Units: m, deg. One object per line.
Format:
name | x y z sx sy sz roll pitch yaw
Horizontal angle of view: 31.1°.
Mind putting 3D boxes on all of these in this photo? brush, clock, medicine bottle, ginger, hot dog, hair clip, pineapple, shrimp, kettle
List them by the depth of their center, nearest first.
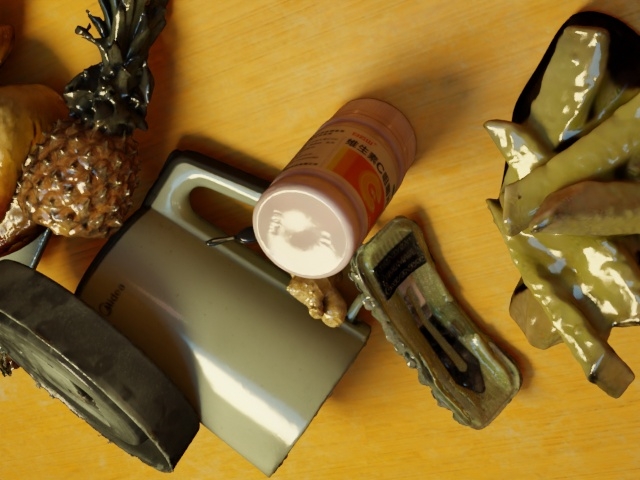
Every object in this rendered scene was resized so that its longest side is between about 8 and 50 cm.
ginger | 0.354 -0.031 1.319 0.359 0.211 0.413 9 123 18
medicine bottle | 0.023 -0.069 1.423 0.133 0.249 0.133 12 124 18
pineapple | -0.280 -0.184 1.517 0.166 0.165 0.364 20 95 13
ginger | 0.000 0.000 1.528 0.193 0.176 0.052 46 155 -6
brush | -0.114 -0.004 1.547 0.083 0.024 0.008 -10 157 -1
hair clip | 0.146 0.117 1.578 0.321 0.138 0.091 55 157 -15
clock | -0.333 0.177 1.610 0.386 0.076 0.386 33 157 16
kettle | -0.122 0.087 1.628 0.377 0.250 0.361 34 109 5
hot dog | -0.531 -0.064 1.679 0.405 0.185 0.223 -21 97 21
shrimp | -0.528 0.178 1.962 0.076 0.082 0.174 39 136 -8

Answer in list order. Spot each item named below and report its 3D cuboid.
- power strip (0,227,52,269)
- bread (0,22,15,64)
power strip | -0.507 -0.045 1.811 0.198 0.064 0.213 32 111 5
bread | -0.560 -0.277 1.617 0.340 0.179 0.194 -25 106 38
